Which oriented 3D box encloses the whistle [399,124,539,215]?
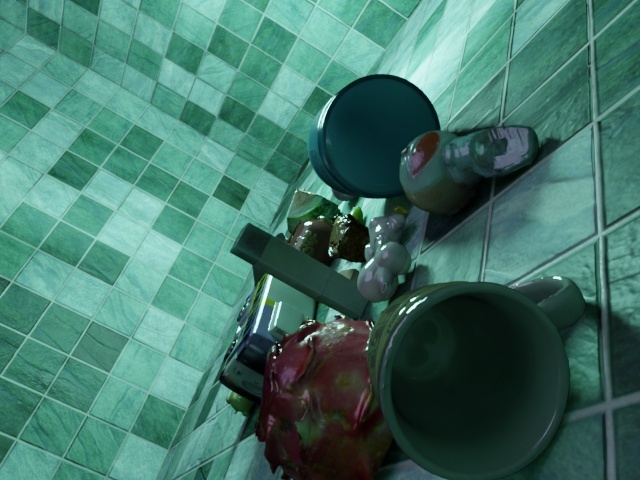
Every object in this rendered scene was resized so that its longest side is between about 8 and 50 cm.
[{"bbox_3d":[0.284,-0.163,1.149,0.347,0.189,0.189,-18,43,58],"label":"whistle"}]

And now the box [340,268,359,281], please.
[{"bbox_3d":[0.083,0.111,1.669,0.048,0.025,0.115,-69,13,-13],"label":"box"}]

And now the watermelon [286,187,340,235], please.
[{"bbox_3d":[-0.033,-0.111,2.263,0.223,0.180,0.305,-22,-10,6],"label":"watermelon"}]

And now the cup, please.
[{"bbox_3d":[0.195,0.134,0.749,0.301,0.227,0.257,-32,6,-4],"label":"cup"}]

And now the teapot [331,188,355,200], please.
[{"bbox_3d":[0.101,-0.220,2.180,0.146,0.116,0.148,132,162,-84],"label":"teapot"}]

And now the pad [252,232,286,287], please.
[{"bbox_3d":[-0.153,0.160,2.264,0.315,0.063,0.376,-37,52,39],"label":"pad"}]

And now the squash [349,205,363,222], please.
[{"bbox_3d":[0.100,-0.037,1.848,0.066,0.066,0.201,-46,18,51],"label":"squash"}]

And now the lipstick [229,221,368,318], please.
[{"bbox_3d":[-0.048,0.082,1.430,0.080,0.371,0.076,-66,13,-22],"label":"lipstick"}]

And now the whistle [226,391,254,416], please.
[{"bbox_3d":[-0.249,0.512,1.964,0.227,0.105,0.085,-60,-19,-1],"label":"whistle"}]

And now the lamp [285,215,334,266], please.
[{"bbox_3d":[-0.034,0.026,1.991,0.258,0.180,0.180,-64,12,-11],"label":"lamp"}]

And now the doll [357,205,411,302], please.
[{"bbox_3d":[0.159,0.029,1.374,0.160,0.094,0.365,-52,14,27],"label":"doll"}]

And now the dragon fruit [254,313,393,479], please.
[{"bbox_3d":[0.000,0.303,1.073,0.371,0.249,0.386,-62,8,17],"label":"dragon fruit"}]

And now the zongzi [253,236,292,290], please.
[{"bbox_3d":[-0.191,0.183,2.382,0.323,0.159,0.361,-41,32,56],"label":"zongzi"}]

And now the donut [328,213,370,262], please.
[{"bbox_3d":[0.091,0.001,1.655,0.186,0.126,0.144,160,131,-78],"label":"donut"}]

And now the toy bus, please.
[{"bbox_3d":[-0.148,0.290,1.780,0.249,0.209,0.440,-53,12,26],"label":"toy bus"}]

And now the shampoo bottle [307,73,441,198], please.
[{"bbox_3d":[0.138,-0.288,1.633,0.331,0.331,0.342,-61,10,0],"label":"shampoo bottle"}]
